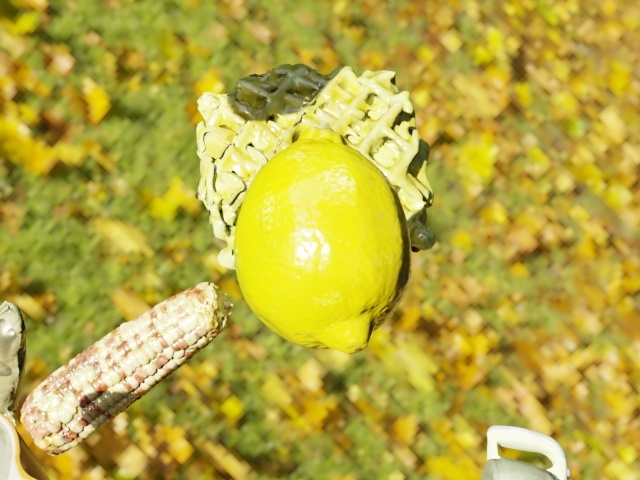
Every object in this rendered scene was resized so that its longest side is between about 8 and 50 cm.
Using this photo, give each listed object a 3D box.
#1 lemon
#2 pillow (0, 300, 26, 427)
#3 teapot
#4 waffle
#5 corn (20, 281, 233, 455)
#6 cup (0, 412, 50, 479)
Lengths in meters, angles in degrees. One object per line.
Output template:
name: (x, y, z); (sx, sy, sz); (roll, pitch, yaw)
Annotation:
lemon: (0.000, 0.000, 1.774); (0.184, 0.184, 0.248); (20, 53, -45)
pillow: (-0.274, 0.111, 1.360); (0.051, 0.241, 0.093); (-14, 85, -37)
teapot: (0.237, 0.300, 2.069); (0.108, 0.111, 0.149); (5, 27, -5)
waffle: (-0.006, -0.089, 2.162); (0.297, 0.073, 0.317); (-4, 64, -10)
corn: (-0.189, 0.123, 1.742); (0.079, 0.237, 0.079); (53, 9, -12)
cup: (-0.195, 0.240, 1.150); (0.264, 0.226, 0.182); (55, 39, -31)
